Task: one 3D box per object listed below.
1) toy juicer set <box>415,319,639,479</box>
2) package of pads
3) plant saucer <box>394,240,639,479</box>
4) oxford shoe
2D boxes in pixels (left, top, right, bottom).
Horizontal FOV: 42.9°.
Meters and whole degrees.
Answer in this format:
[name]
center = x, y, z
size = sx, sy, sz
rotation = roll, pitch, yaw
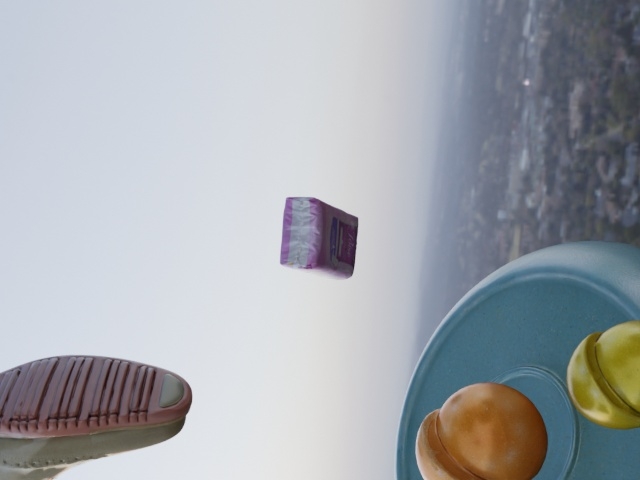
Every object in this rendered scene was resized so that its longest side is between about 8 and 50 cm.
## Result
[toy juicer set]
center = 0.194, 0.142, 0.388
size = 0.089, 0.329, 0.209
rotation = 46, -137, -53
[package of pads]
center = 0.000, 0.000, 0.580
size = 0.083, 0.032, 0.050
rotation = 20, -105, -67
[plant saucer]
center = 0.153, 0.144, 0.585
size = 0.317, 0.044, 0.317
rotation = -35, 44, 43
[oxford shoe]
center = -0.330, 0.223, 0.887
size = 0.140, 0.397, 0.146
rotation = -92, -5, -69
